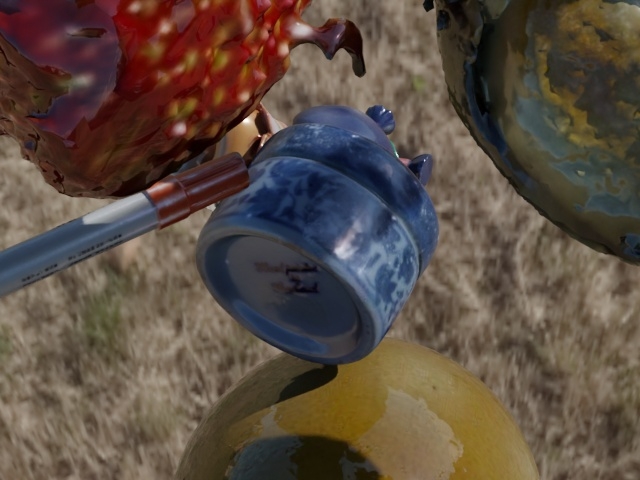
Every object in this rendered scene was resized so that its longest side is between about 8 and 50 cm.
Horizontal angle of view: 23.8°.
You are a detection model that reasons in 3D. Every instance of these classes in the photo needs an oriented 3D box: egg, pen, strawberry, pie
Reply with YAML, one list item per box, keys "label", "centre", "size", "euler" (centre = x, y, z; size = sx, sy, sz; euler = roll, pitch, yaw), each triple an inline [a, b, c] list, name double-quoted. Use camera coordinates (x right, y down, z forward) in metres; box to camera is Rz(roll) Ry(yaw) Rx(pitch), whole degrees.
- label: "egg"
  centre: [0.027, 0.214, 1.141]
  size: [0.282, 0.351, 0.282]
  euler: [1, 95, 8]
- label: "pen"
  centre: [-0.146, 0.004, 0.861]
  size: [0.239, 0.028, 0.028]
  euler: [-25, 59, -22]
- label: "strawberry"
  centre: [-0.090, -0.198, 0.791]
  size: [0.292, 0.292, 0.343]
  euler: [-17, 85, -9]
- label: "pie"
  centre: [0.206, -0.147, 0.796]
  size: [0.339, 0.339, 0.077]
  euler: [2, 12, 9]

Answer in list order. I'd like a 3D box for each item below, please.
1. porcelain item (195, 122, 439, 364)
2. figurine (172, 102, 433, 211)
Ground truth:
- label: "porcelain item"
  centre: [0.000, 0.000, 1.058]
  size: [0.147, 0.147, 0.114]
  euler: [22, 57, 16]
- label: "figurine"
  centre: [-0.011, -0.062, 1.190]
  size: [0.195, 0.102, 0.111]
  euler: [10, 31, -39]
